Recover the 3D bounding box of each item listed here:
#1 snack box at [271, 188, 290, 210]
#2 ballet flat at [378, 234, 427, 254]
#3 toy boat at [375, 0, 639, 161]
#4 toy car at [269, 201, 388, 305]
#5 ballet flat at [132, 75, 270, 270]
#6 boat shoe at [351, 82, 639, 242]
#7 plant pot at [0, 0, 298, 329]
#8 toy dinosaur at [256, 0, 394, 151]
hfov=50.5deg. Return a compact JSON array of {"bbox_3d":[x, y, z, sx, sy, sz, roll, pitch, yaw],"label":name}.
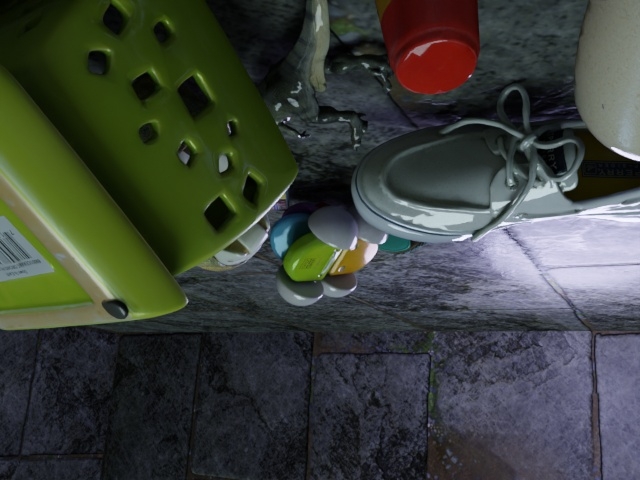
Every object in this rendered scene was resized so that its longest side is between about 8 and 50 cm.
[{"bbox_3d":[-0.094,-0.078,0.914,0.100,0.037,0.141,4,165,1],"label":"snack box"},{"bbox_3d":[0.156,-0.017,1.050,0.070,0.070,0.188,13,166,-33],"label":"ballet flat"},{"bbox_3d":[0.183,-0.155,0.381,0.318,0.148,0.267,0,152,-2],"label":"toy boat"},{"bbox_3d":[0.000,0.000,1.007,0.182,0.136,0.159,-9,138,-49],"label":"toy car"},{"bbox_3d":[-0.116,-0.042,0.774,0.123,0.123,0.348,0,150,13],"label":"ballet flat"},{"bbox_3d":[0.215,-0.074,0.670,0.367,0.135,0.156,0,165,1],"label":"boat shoe"},{"bbox_3d":[-0.187,-0.060,0.514,0.228,0.207,0.227,-8,128,33],"label":"plant pot"},{"bbox_3d":[-0.001,-0.142,0.616,0.118,0.064,0.268,15,160,-15],"label":"toy dinosaur"}]
